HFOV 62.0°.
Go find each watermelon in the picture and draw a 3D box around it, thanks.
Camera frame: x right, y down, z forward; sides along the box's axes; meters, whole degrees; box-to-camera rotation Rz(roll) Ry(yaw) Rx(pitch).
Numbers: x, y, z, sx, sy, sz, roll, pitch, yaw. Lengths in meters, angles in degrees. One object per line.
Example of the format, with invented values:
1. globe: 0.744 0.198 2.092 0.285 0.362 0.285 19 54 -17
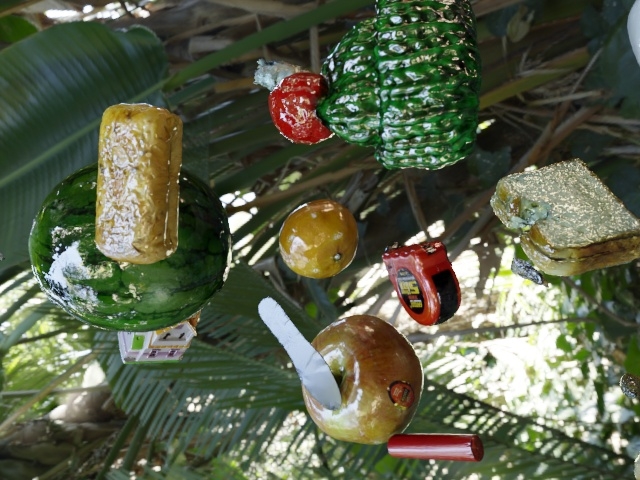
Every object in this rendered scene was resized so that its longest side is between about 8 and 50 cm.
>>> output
1. watermelon: -0.337 0.008 0.992 0.363 0.363 0.363 -13 -90 -77

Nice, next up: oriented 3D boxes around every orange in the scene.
1. orange: 0.000 0.000 1.001 0.124 0.156 0.156 51 175 38

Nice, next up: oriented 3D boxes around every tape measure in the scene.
1. tape measure: 0.301 0.121 1.562 0.260 0.114 0.253 70 162 -1

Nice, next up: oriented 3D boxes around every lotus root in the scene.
1. lotus root: 0.812 0.383 1.392 0.099 0.049 0.054 -25 -86 -57

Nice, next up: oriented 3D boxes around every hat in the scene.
1. hat: 0.074 -0.240 0.819 0.242 0.332 0.274 74 -162 -46

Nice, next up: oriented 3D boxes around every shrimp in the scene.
1. shrimp: -0.045 -0.337 1.239 0.287 0.185 0.068 -111 24 -43

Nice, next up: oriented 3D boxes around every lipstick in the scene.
1. lipstick: 0.314 0.570 1.473 0.073 0.279 0.073 18 -115 -42

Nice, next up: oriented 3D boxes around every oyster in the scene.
1. oyster: 0.386 0.064 0.984 0.083 0.019 0.054 35 164 32

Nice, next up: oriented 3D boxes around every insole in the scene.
1. insole: -0.054 0.295 1.399 0.348 0.119 0.009 52 -142 12

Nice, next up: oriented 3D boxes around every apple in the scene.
1. apple: 0.139 0.447 1.707 0.333 0.400 0.400 24 -129 -48

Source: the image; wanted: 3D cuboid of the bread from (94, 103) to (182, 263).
1. bread: -0.245 -0.075 0.712 0.083 0.114 0.211 -16 -67 -67

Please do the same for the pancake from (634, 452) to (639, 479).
1. pancake: 0.649 0.394 0.749 0.065 0.356 0.356 -64 -33 -28

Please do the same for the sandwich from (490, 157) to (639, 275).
1. sandwich: 0.535 -0.052 1.172 0.095 0.249 0.273 89 165 -46

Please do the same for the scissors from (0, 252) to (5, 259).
1. scissors: -0.692 0.014 0.831 0.360 0.029 0.191 11 -144 -48

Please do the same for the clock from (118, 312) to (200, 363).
1. clock: -0.554 0.294 1.915 0.235 0.309 0.166 9 -136 -40

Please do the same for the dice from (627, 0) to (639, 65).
1. dice: 0.522 -0.241 0.498 0.304 0.304 0.277 47 149 11
